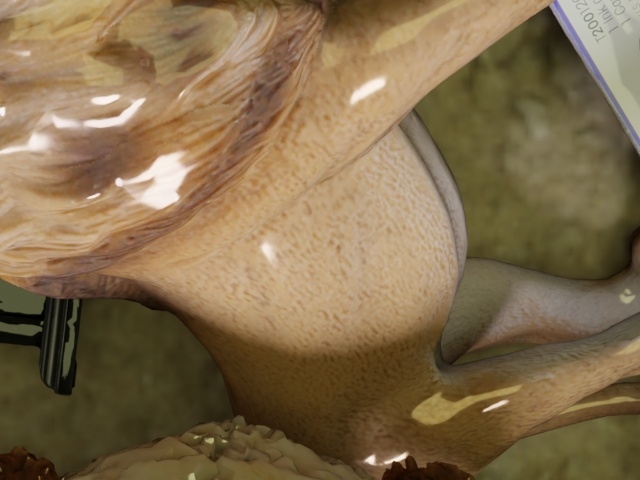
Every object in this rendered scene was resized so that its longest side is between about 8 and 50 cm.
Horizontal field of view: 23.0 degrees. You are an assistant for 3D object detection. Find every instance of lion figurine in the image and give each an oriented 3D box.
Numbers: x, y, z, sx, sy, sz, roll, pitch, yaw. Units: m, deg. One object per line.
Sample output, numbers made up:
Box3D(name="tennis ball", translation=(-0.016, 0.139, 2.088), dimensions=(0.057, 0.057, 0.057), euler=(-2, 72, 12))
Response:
Box3D(name="lion figurine", translation=(0.000, 0.000, 0.501), dimensions=(0.240, 0.142, 0.392), euler=(-30, 126, 1))

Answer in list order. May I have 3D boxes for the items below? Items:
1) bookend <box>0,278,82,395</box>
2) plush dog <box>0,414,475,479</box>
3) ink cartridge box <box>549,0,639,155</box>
Box3D(name="bookend", translation=(-0.156, -0.035, 0.554), dimensions=(0.157, 0.072, 0.156), euler=(7, 92, -9))
Box3D(name="plush dog", translation=(-0.044, 0.159, 0.489), dimensions=(0.263, 0.210, 0.225), euler=(3, 115, -8))
Box3D(name="ink cartridge box", translation=(0.201, -0.100, 0.616), dimensions=(0.208, 0.045, 0.206), euler=(-32, 96, 0))
